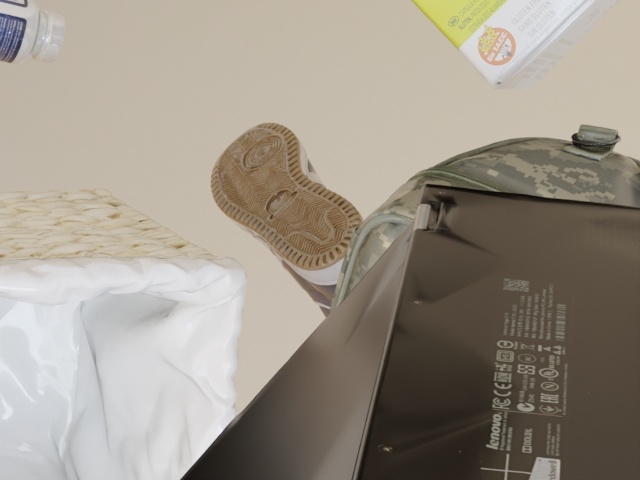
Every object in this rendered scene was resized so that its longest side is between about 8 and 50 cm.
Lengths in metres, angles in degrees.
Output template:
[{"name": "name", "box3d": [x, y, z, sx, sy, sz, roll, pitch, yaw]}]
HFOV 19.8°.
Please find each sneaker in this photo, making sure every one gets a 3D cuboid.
[{"name": "sneaker", "box3d": [0.000, 0.000, 1.709, 0.153, 0.099, 0.282, 48, 0, -34]}]

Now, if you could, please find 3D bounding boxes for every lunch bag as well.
[{"name": "lunch bag", "box3d": [0.134, 0.083, 1.349, 0.213, 0.305, 0.256, 22, 29, 17]}]

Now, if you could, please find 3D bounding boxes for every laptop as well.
[{"name": "laptop", "box3d": [0.072, 0.158, 0.742, 0.382, 0.408, 0.236, -71, 166, -64]}]

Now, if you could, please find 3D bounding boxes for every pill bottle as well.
[{"name": "pill bottle", "box3d": [-0.307, -0.205, 1.741, 0.120, 0.067, 0.067, 12, 31, -25]}]

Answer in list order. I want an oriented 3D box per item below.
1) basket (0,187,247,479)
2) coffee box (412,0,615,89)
[{"name": "basket", "box3d": [-0.268, 0.142, 1.487, 0.328, 0.331, 0.266, -2, 17, -28]}, {"name": "coffee box", "box3d": [0.173, -0.364, 1.599, 0.334, 0.338, 0.337, 46, 10, 4]}]
